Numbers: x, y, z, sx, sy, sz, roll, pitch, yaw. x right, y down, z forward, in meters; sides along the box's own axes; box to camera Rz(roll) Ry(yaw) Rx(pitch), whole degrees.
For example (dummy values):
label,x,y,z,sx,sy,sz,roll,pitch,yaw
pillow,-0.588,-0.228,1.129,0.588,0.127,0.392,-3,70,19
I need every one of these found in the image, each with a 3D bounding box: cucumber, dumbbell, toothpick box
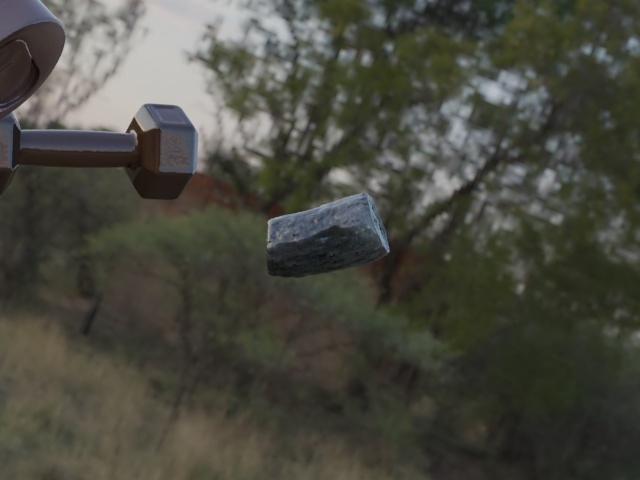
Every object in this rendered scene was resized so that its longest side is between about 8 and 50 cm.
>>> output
label,x,y,z,sx,sy,sz,roll,pitch,yaw
cucumber,0.002,-0.001,1.351,0.112,0.064,0.064,-14,-7,6
dumbbell,-0.230,-0.085,1.388,0.231,0.082,0.092,0,30,-27
toothpick box,-0.254,-0.158,0.996,0.149,0.098,0.098,45,3,12
